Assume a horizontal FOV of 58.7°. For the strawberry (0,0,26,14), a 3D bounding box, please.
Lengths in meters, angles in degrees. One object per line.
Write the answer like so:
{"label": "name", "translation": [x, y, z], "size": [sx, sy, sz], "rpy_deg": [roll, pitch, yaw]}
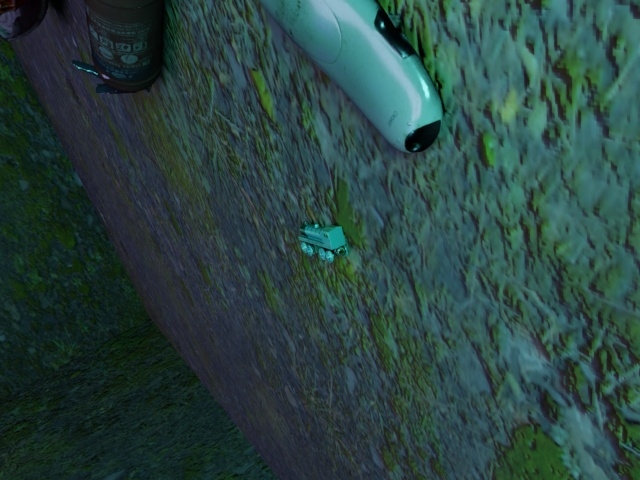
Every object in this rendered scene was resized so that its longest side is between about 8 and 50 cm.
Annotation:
{"label": "strawberry", "translation": [-0.408, -0.385, 0.712], "size": [0.244, 0.205, 0.205], "rpy_deg": [-35, 86, 40]}

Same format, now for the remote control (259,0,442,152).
{"label": "remote control", "translation": [0.007, -0.173, 0.453], "size": [0.256, 0.045, 0.097], "rpy_deg": [51, 156, 13]}

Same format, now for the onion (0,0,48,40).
{"label": "onion", "translation": [-0.651, -0.566, 1.178], "size": [0.349, 0.159, 0.267], "rpy_deg": [24, 150, 43]}

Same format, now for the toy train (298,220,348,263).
{"label": "toy train", "translation": [0.000, 0.000, 0.694], "size": [0.092, 0.029, 0.045], "rpy_deg": [18, 126, 59]}

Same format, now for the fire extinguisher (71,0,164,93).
{"label": "fire extinguisher", "translation": [-0.292, -0.295, 0.804], "size": [0.344, 0.138, 0.102], "rpy_deg": [134, 148, -66]}
